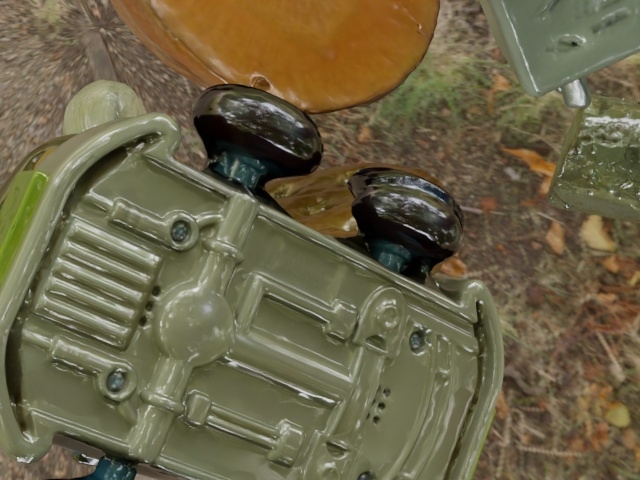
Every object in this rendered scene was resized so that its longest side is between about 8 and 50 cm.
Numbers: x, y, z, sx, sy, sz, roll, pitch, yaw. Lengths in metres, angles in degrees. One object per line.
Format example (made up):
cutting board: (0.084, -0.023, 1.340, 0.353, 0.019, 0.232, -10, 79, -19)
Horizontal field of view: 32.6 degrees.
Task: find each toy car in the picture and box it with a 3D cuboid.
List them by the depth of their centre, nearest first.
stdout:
toy car: (-0.058, 0.048, 0.532, 0.248, 0.198, 0.204, 27, 78, -27)

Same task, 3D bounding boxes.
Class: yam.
yam: (0.420, -0.091, 1.356, 0.268, 0.161, 0.161, 15, 99, 21)

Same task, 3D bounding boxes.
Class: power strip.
power strip: (0.222, -0.224, 1.001, 0.140, 0.139, 0.224, -25, 126, 8)

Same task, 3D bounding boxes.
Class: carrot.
carrot: (-0.044, -0.232, 0.837, 0.307, 0.100, 0.258, 36, 72, -30)

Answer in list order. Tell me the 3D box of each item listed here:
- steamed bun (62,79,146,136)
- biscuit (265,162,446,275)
steamed bun: (-0.239, -0.119, 1.215, 0.091, 0.130, 0.112, -14, 90, 5)
biscuit: (0.000, 0.000, 0.885, 0.220, 0.220, 0.066, -15, 111, -8)
